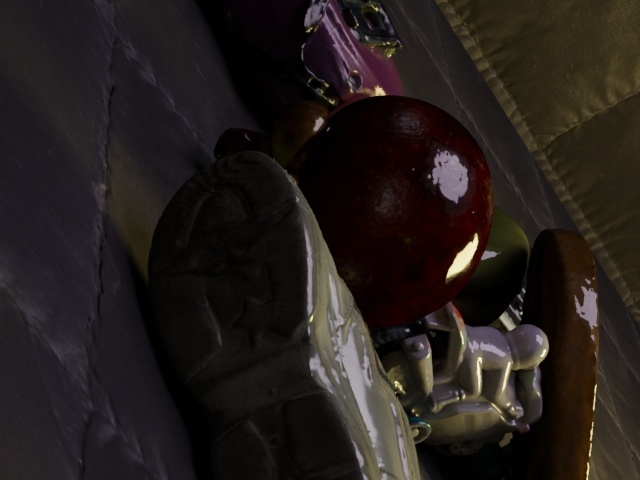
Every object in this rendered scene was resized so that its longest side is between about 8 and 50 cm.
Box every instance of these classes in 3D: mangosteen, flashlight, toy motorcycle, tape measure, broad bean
[{"bbox_3d":[0.025,-0.035,1.578,0.257,0.215,0.215,16,32,-17],"label":"mangosteen"},{"bbox_3d":[0.170,0.204,1.939,0.051,0.051,0.129,38,28,-59],"label":"flashlight"},{"bbox_3d":[0.143,0.129,1.733,0.260,0.171,0.110,49,16,-50],"label":"toy motorcycle"},{"bbox_3d":[-0.009,-0.217,1.902,0.232,0.149,0.245,62,14,5],"label":"tape measure"},{"bbox_3d":[0.139,-0.005,1.987,0.263,0.189,0.121,-114,-149,-52],"label":"broad bean"}]

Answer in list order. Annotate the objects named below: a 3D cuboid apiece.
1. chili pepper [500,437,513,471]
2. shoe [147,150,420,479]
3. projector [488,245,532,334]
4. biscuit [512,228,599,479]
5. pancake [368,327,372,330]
[{"bbox_3d":[0.285,0.328,2.083,0.088,0.059,0.227,-24,89,-40],"label":"chili pepper"},{"bbox_3d":[-0.015,0.108,1.300,0.210,0.132,0.342,45,24,-61],"label":"shoe"},{"bbox_3d":[0.234,0.065,2.208,0.257,0.079,0.259,50,22,-8],"label":"projector"},{"bbox_3d":[0.238,0.166,1.902,0.314,0.063,0.368,-101,-167,-78],"label":"biscuit"},{"bbox_3d":[0.000,0.000,1.721,0.184,0.020,0.191,25,45,-51],"label":"pancake"}]
